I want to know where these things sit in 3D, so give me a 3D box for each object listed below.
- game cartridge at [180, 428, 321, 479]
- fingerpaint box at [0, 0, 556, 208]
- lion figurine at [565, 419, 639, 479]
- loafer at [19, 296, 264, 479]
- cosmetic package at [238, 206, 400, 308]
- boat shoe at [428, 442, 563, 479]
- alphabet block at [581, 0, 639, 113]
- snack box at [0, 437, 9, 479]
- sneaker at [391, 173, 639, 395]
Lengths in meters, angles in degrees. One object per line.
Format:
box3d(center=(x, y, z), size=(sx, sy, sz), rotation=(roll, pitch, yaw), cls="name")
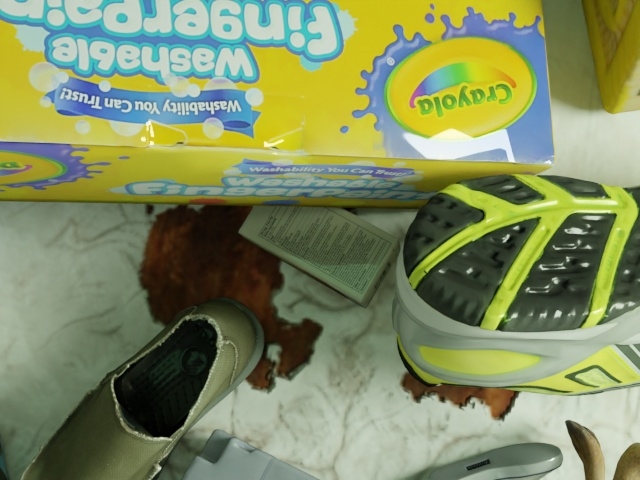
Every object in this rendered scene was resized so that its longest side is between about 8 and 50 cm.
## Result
box3d(center=(0.003, 0.275, 0.584), size=(0.294, 0.060, 0.196), rotation=(21, 68, 24), cls="game cartridge")
box3d(center=(-0.086, -0.215, 0.586), size=(0.444, 0.163, 0.371), rotation=(0, 81, -20), cls="fingerpaint box")
box3d(center=(0.296, 0.300, 0.546), size=(0.392, 0.142, 0.240), rotation=(25, 90, 27), cls="lion figurine")
box3d(center=(-0.150, 0.137, 0.656), size=(0.094, 0.087, 0.251), rotation=(39, 86, 14), cls="loafer")
box3d(center=(0.000, 0.000, 0.688), size=(0.115, 0.041, 0.060), rotation=(31, 83, 14), cls="cosmetic package")
box3d(center=(0.131, 0.178, 0.637), size=(0.100, 0.035, 0.035), rotation=(-17, 103, 1), cls="boat shoe")
box3d(center=(0.299, -0.219, 0.615), size=(0.197, 0.193, 0.192), rotation=(-9, 75, 6), cls="alphabet block")
box3d(center=(-0.365, 0.140, 0.702), size=(0.187, 0.060, 0.322), rotation=(-18, 75, 4), cls="snack box")
box3d(center=(0.232, 0.035, 0.607), size=(0.384, 0.147, 0.145), rotation=(3, 55, -8), cls="sneaker")
